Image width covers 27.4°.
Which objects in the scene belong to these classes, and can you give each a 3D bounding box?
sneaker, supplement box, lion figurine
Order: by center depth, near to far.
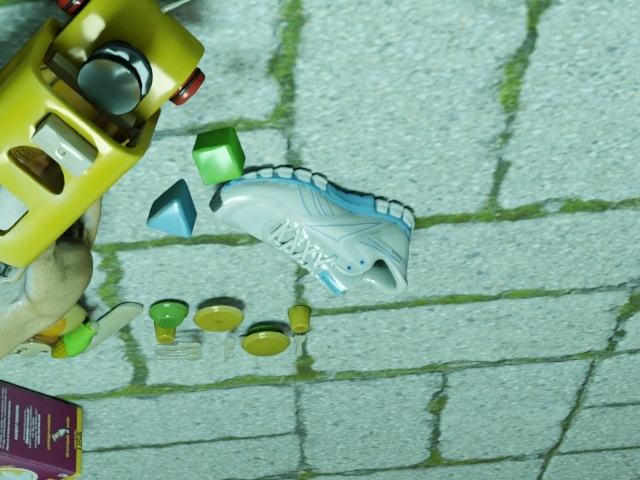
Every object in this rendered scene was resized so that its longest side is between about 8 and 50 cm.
[{"bbox_3d":[-0.279,0.061,0.974,0.392,0.142,0.240,-28,160,-7],"label":"lion figurine"},{"bbox_3d":[0.000,0.000,1.050,0.191,0.082,0.071,13,148,-29],"label":"sneaker"},{"bbox_3d":[-0.350,0.201,1.362,0.104,0.080,0.188,-23,147,30],"label":"supplement box"}]

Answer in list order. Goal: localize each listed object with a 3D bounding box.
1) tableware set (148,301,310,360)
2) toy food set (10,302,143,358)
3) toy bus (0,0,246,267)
[{"bbox_3d":[-0.086,0.081,1.252,0.154,0.024,0.104,-1,149,-7],"label":"tableware set"},{"bbox_3d":[-0.270,0.080,1.193,0.192,0.038,0.132,15,146,-33],"label":"toy food set"},{"bbox_3d":[-0.148,-0.075,0.787,0.191,0.104,0.202,0,123,3],"label":"toy bus"}]
